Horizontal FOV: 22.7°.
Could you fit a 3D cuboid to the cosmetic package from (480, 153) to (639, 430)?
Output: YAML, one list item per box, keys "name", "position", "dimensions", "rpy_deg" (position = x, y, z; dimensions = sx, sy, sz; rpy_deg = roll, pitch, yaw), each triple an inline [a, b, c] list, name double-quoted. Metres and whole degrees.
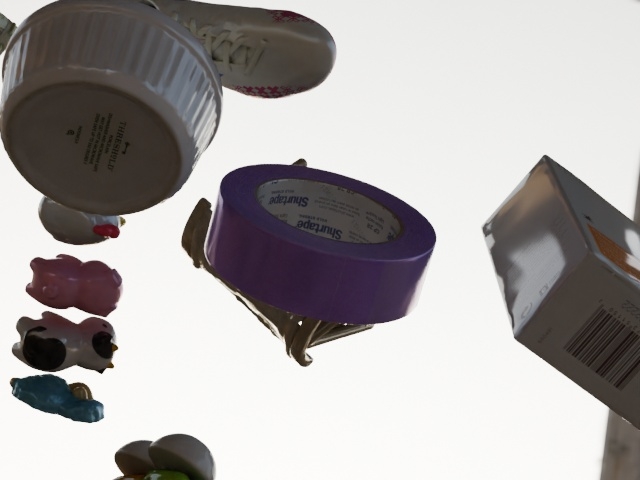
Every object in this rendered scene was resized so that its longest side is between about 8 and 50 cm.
- name: "cosmetic package"
  position: [0.381, 0.060, 2.257]
  dimensions: [0.230, 0.453, 0.161]
  rpy_deg: [36, -75, -12]

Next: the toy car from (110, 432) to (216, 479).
- name: "toy car"
  position: [-0.165, 0.286, 1.584]
  dimensions: [0.136, 0.159, 0.182]
  rpy_deg: [47, -31, -15]

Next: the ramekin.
- name: "ramekin"
  position: [-0.257, -0.147, 1.892]
  dimensions: [0.273, 0.127, 0.273]
  rpy_deg: [5, -46, 5]

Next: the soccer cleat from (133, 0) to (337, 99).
- name: "soccer cleat"
  position: [-0.141, -0.245, 2.011]
  dimensions: [0.331, 0.116, 0.143]
  rpy_deg: [13, 10, 33]

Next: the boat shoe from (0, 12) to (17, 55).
- name: "boat shoe"
  position: [-0.539, -0.217, 2.332]
  dimensions: [0.089, 0.285, 0.104]
  rpy_deg: [33, -8, -33]

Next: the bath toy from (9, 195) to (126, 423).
- name: "bath toy"
  position: [-0.343, 0.085, 2.282]
  dimensions: [0.129, 0.348, 0.151]
  rpy_deg: [24, 23, 35]

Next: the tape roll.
- name: "tape roll"
  position: [0.000, 0.000, 1.960]
  dimensions: [0.275, 0.275, 0.090]
  rpy_deg: [15, -69, -3]

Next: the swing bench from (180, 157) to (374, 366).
- name: "swing bench"
  position: [-0.047, 0.040, 2.378]
  dimensions: [0.253, 0.255, 0.165]
  rpy_deg: [44, -50, 17]
